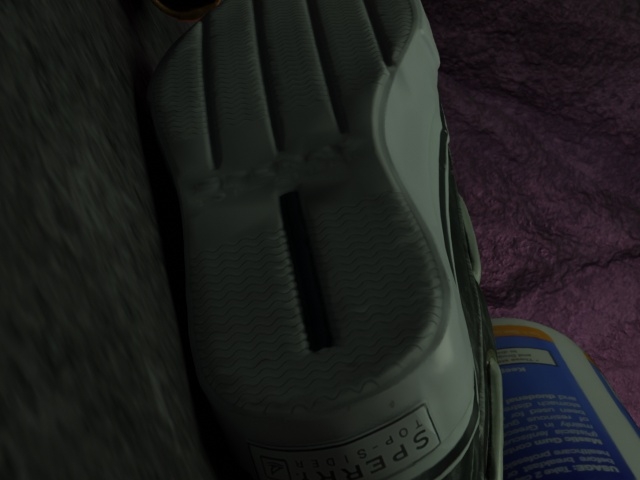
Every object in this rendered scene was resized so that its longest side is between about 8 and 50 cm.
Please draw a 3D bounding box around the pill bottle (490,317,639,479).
[{"bbox_3d":[0.116,0.162,0.665,0.272,0.152,0.152,-106,171,-66],"label":"pill bottle"}]

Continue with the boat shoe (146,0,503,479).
[{"bbox_3d":[0.000,0.000,0.517,0.335,0.121,0.119,-91,167,-54],"label":"boat shoe"}]

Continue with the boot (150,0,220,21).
[{"bbox_3d":[-0.106,-0.264,0.661,0.211,0.104,0.295,-107,176,-70],"label":"boot"}]
